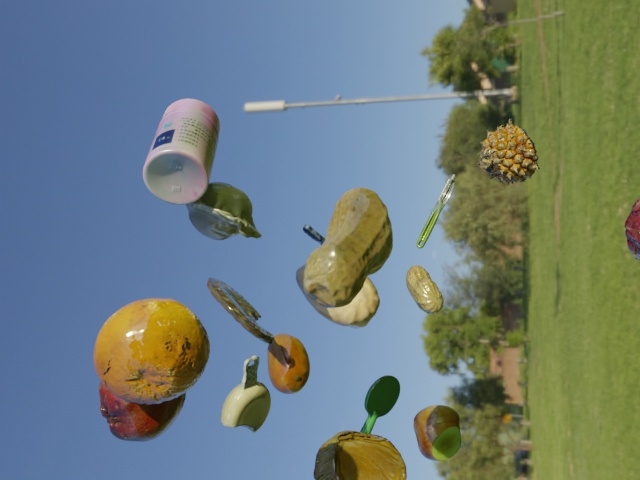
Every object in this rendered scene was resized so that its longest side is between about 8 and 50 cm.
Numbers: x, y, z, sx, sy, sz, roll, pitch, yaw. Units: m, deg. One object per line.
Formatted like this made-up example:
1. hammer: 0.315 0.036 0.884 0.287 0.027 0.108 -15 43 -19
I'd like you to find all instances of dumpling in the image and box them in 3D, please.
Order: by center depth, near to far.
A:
1. dumpling: -0.232 -0.062 1.678 0.147 0.193 0.258 -61 -12 1

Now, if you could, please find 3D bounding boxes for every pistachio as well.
1. pistachio: 0.049 0.156 2.075 0.193 0.318 0.214 -24 -57 -27

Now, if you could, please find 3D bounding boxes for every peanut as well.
1. peanut: 0.072 0.020 1.437 0.291 0.159 0.143 -63 4 -32
2. peanut: 0.317 0.149 2.054 0.093 0.083 0.194 62 -178 -45

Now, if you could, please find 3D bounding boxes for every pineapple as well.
1. pineapple: 0.496 -0.230 1.841 0.176 0.137 0.161 67 164 5

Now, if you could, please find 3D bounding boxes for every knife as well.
1. knife: 0.262 -0.065 1.497 0.026 0.022 0.184 27 -90 -52

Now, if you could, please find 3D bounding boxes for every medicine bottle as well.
1. medicine bottle: -0.327 -0.219 1.593 0.254 0.152 0.152 -91 -10 -51

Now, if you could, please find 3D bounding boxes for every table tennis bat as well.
1. table tennis bat: 0.209 0.614 2.441 0.160 0.039 0.257 28 -93 -38

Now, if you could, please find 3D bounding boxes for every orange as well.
1. orange: -0.327 0.215 1.296 0.219 0.219 0.193 70 -162 -47

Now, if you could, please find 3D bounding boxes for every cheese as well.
1. cheese: -0.191 0.432 1.873 0.163 0.071 0.249 8 -72 -52

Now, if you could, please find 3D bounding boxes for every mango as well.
1. mango: -0.106 0.386 2.129 0.120 0.151 0.221 20 -141 -34

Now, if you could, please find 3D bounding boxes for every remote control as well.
1. remote control: 0.001 -0.001 2.255 0.027 0.152 0.043 -57 14 -21

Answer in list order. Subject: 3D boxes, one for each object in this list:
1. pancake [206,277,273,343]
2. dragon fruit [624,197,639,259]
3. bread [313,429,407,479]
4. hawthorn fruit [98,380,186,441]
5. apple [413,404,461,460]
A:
1. pancake: -0.239 0.212 2.017 0.033 0.288 0.286 -46 -22 -1
2. dragon fruit: 0.932 -0.056 1.726 0.317 0.205 0.152 -63 33 20
3. bread: 0.111 0.666 1.896 0.142 0.253 0.227 127 155 -44
4. hawthorn fruit: -0.380 0.337 1.456 0.202 0.185 0.185 -36 -51 -35
5. apple: 0.368 0.593 2.062 0.163 0.147 0.146 -101 -1 -56
